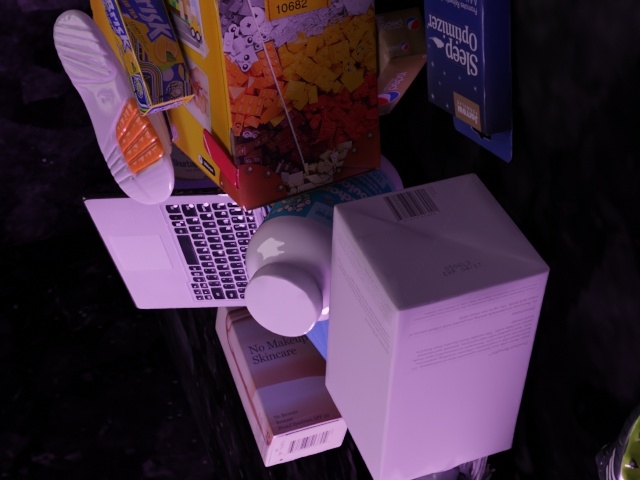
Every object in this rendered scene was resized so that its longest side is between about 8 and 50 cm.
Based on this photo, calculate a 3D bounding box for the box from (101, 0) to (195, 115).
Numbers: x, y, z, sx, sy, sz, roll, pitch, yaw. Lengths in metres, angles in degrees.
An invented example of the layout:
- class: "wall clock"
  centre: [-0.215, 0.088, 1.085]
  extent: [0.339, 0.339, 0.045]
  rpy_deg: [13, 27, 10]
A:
- class: "box"
  centre: [-0.204, -0.236, 1.318]
  extent: [0.054, 0.059, 0.169]
  rpy_deg: [-21, 88, 66]

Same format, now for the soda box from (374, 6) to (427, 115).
- class: "soda box"
  centre: [0.075, -0.210, 1.368]
  extent: [0.181, 0.058, 0.061]
  rpy_deg: [127, 128, -69]

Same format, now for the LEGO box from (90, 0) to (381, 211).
- class: "LEGO box"
  centre: [-0.136, -0.319, 1.430]
  extent: [0.500, 0.193, 0.372]
  rpy_deg: [43, 144, 50]

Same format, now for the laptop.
- class: "laptop"
  centre: [-0.126, 0.111, 1.710]
  extent: [0.382, 0.407, 0.236]
  rpy_deg: [82, -173, -61]

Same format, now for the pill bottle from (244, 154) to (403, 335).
- class: "pill bottle"
  centre: [0.000, 0.000, 1.403]
  extent: [0.264, 0.146, 0.146]
  rpy_deg: [-59, -23, -47]

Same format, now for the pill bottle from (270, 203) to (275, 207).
- class: "pill bottle"
  centre: [-0.057, -0.050, 1.790]
  extent: [0.246, 0.130, 0.130]
  rpy_deg: [119, 135, -65]

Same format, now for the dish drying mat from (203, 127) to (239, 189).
- class: "dish drying mat"
  centre: [-0.114, -0.093, 1.289]
  extent: [0.083, 0.008, 0.032]
  rpy_deg: [52, 151, 39]

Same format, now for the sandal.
- class: "sandal"
  centre: [-0.241, -0.175, 1.428]
  extent: [0.102, 0.076, 0.265]
  rpy_deg: [-9, 112, 37]

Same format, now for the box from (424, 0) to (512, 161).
- class: "box"
  centre: [0.152, -0.200, 1.171]
  extent: [0.136, 0.036, 0.225]
  rpy_deg: [-134, 33, -59]

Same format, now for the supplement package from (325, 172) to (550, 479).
- class: "supplement package"
  centre: [0.118, 0.104, 1.265]
  extent: [0.175, 0.177, 0.293]
  rpy_deg: [-121, 25, -44]

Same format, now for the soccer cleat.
- class: "soccer cleat"
  centre: [0.280, 0.199, 1.024]
  extent: [0.072, 0.060, 0.179]
  rpy_deg: [-121, 21, -48]

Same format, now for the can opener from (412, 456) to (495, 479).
- class: "can opener"
  centre: [0.154, 0.310, 1.460]
  extent: [0.280, 0.093, 0.074]
  rpy_deg: [109, -178, -67]

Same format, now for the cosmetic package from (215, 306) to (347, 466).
- class: "cosmetic package"
  centre: [-0.072, 0.232, 2.022]
  extent: [0.129, 0.153, 0.296]
  rpy_deg: [104, 147, -53]

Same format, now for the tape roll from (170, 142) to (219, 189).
- class: "tape roll"
  centre: [-0.179, -0.182, 1.830]
  extent: [0.275, 0.274, 0.090]
  rpy_deg: [111, 143, -62]
